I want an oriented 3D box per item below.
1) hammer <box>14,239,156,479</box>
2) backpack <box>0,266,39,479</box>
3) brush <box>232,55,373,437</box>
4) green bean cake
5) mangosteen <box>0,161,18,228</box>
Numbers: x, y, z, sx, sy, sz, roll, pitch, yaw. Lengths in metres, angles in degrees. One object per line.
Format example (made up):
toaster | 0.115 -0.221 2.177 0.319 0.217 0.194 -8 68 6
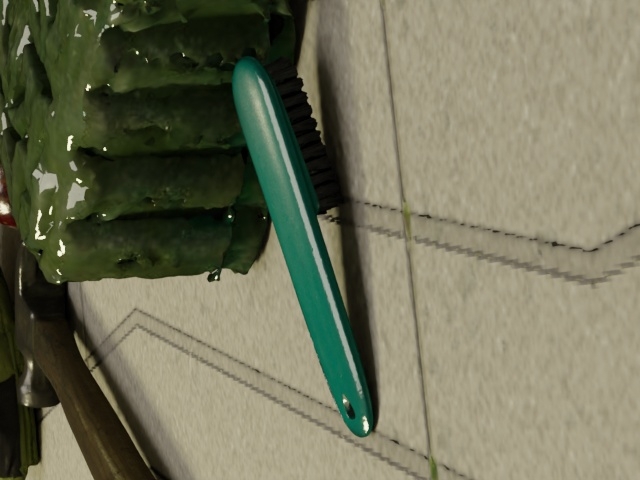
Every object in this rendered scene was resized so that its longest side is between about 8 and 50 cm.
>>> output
hammer | -0.158 0.137 1.337 0.440 0.044 0.168 -131 39 -57
backpack | -0.341 0.101 1.682 0.207 0.140 0.253 -155 58 -64
brush | 0.000 0.000 0.903 0.043 0.032 0.193 -28 81 64
green bean cake | -0.105 -0.129 1.017 0.241 0.132 0.255 -110 25 -44
mangosteen | -0.218 -0.046 1.414 0.081 0.081 0.081 175 90 -70
